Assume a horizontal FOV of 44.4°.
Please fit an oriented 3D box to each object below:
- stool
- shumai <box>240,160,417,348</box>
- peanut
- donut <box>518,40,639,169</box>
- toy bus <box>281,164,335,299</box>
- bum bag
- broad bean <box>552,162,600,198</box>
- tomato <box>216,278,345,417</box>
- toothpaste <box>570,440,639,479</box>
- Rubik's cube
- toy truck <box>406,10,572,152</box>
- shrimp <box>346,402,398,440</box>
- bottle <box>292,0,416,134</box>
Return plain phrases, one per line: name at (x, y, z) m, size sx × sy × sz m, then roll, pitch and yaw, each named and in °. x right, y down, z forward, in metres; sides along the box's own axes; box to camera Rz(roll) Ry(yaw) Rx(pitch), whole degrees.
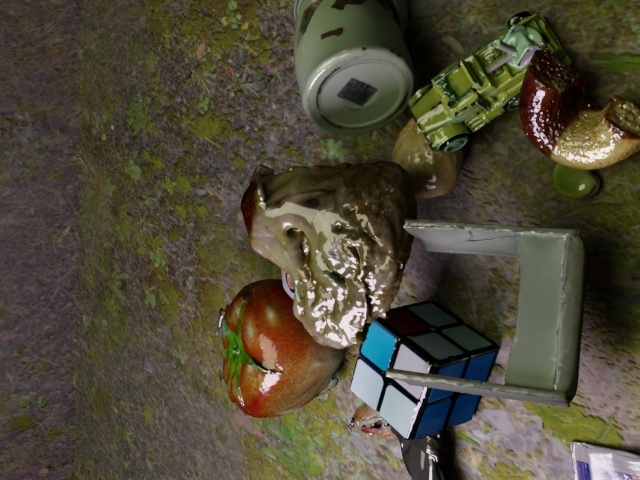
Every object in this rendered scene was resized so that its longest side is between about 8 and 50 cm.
stool at (0.259, 0.112, 1.199) m, size 0.269 × 0.170 × 0.244 m, roll 5°, pitch 76°, yaw 21°
shumai at (-0.003, -0.001, 1.332) m, size 0.217 × 0.283 × 0.346 m, roll -92°, pitch 26°, yaw -66°
peanut at (0.192, -0.155, 1.412) m, size 0.140 × 0.109 × 0.159 m, roll 5°, pitch 102°, yaw 35°
donut at (0.378, -0.173, 1.160) m, size 0.217 × 0.085 × 0.141 m, roll 34°, pitch 139°, yaw 19°
toy bus at (0.013, -0.019, 1.591) m, size 0.232 × 0.194 × 0.288 m, roll 50°, pitch 129°, yaw 46°
bum bag at (0.221, 0.479, 1.503) m, size 0.142 × 0.079 × 0.326 m, roll -20°, pitch 83°, yaw 57°
broad bean at (0.398, -0.095, 1.230) m, size 0.083 × 0.045 × 0.063 m, roll 46°, pitch 126°, yaw 46°
tomato at (-0.081, 0.234, 1.696) m, size 0.303 × 0.239 × 0.304 m, roll -7°, pitch 82°, yaw 62°
toothpaste at (0.494, 0.379, 1.181) m, size 0.282 × 0.068 × 0.099 m, roll -7°, pitch 60°, yaw 59°
Rubik's cube at (0.184, 0.230, 1.425) m, size 0.180 × 0.183 × 0.167 m, roll 37°, pitch 121°, yaw 43°
toy truck at (0.253, -0.261, 1.264) m, size 0.259 × 0.135 × 0.128 m, roll -35°, pitch 70°, yaw 27°
shrimp at (0.117, 0.376, 1.635) m, size 0.190 × 0.042 × 0.101 m, roll -32°, pitch 79°, yaw 46°
bottle at (0.050, -0.384, 1.464) m, size 0.229 × 0.229 × 0.352 m, roll -51°, pitch 38°, yaw 41°
